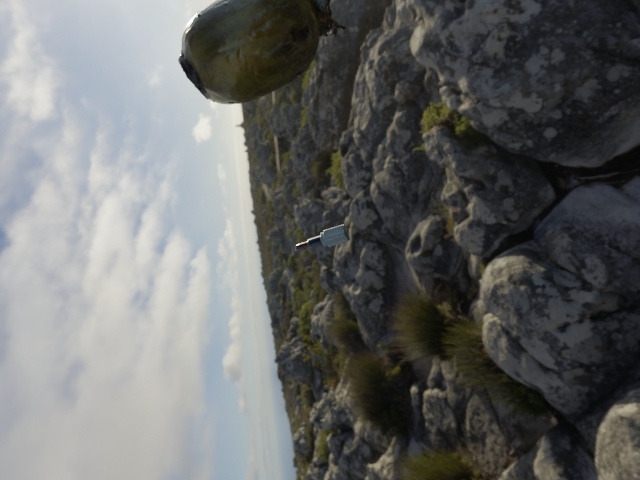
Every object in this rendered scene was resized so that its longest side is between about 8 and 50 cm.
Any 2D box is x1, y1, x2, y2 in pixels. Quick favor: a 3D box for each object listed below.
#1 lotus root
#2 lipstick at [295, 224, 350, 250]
[{"bbox_3d":[-0.077,-0.304,0.647,0.154,0.278,0.154,55,166,21],"label":"lotus root"},{"bbox_3d":[0.000,0.000,0.804,0.025,0.107,0.025,51,-151,-46],"label":"lipstick"}]
